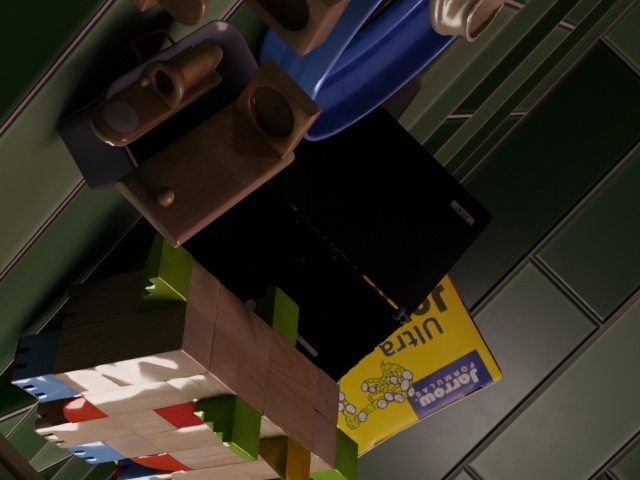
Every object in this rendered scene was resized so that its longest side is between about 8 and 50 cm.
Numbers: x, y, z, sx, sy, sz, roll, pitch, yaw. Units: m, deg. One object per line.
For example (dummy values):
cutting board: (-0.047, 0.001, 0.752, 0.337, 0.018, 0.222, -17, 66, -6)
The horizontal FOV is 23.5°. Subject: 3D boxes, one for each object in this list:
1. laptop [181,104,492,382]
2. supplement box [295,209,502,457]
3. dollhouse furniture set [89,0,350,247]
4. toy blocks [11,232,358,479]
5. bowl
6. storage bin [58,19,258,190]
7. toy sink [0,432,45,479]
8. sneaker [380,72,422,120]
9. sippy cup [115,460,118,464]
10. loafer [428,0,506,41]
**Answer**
laptop: (0.000, 0.000, 1.632, 0.264, 0.234, 0.136, -44, -176, 28)
supplement box: (0.059, 0.069, 1.841, 0.194, 0.195, 0.356, -29, -162, 3)
dollhouse furniture set: (-0.075, -0.113, 0.959, 0.123, 0.144, 0.151, -39, 172, -40)
toy blocks: (-0.164, 0.150, 1.537, 0.261, 0.191, 0.381, -12, 145, 26)
bowl: (0.097, -0.254, 1.374, 0.391, 0.077, 0.391, -44, 172, -8)
storage bin: (-0.119, -0.093, 1.089, 0.091, 0.098, 0.135, -12, -159, 48)
toy sink: (-0.313, 0.250, 1.291, 0.153, 0.234, 0.131, -35, 168, -49)
sneaker: (0.053, -0.128, 1.773, 0.118, 0.083, 0.222, -42, 171, -25)
sippy cup: (-0.141, 0.179, 1.935, 0.305, 0.240, 0.224, -38, -174, 17)
loafer: (0.183, -0.248, 1.225, 0.102, 0.092, 0.268, -35, 168, -50)
